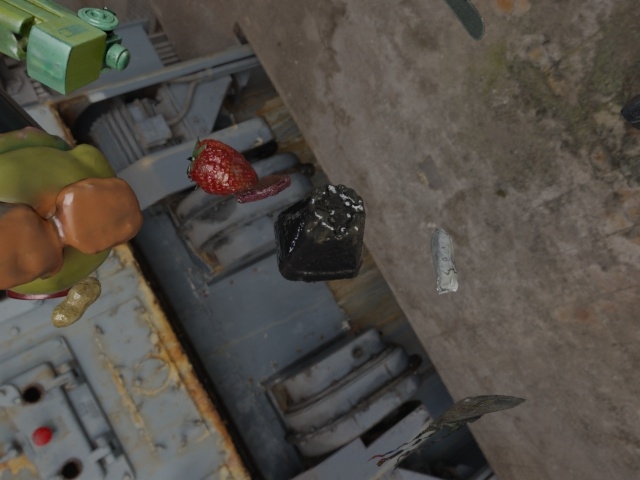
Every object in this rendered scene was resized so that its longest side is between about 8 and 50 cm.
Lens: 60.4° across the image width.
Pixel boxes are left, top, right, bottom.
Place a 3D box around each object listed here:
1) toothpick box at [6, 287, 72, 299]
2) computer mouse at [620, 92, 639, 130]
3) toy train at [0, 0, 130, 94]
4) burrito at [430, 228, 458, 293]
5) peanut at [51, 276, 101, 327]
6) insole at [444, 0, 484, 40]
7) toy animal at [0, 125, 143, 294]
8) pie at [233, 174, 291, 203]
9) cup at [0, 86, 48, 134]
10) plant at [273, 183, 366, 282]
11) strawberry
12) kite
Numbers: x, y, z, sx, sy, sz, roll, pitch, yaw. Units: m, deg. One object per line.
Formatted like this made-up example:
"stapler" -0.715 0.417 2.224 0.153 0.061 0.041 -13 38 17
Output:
"toothpick box" -0.766 -0.022 1.517 0.204 0.204 0.333 15 108 56
"computer mouse" 0.720 -0.273 1.119 0.192 0.106 0.062 3 150 21
"toy train" -0.200 -0.149 0.388 0.122 0.081 0.050 27 126 -2
"burrito" 0.326 0.051 1.456 0.064 0.064 0.203 100 174 -50
"peanut" -0.457 0.116 1.028 0.054 0.113 0.054 29 158 13
"insole" 0.232 -0.462 1.000 0.232 0.003 0.080 61 169 7
"toy animal" -0.376 -0.034 0.724 0.338 0.216 0.191 27 135 44
"pie" -0.150 -0.133 1.422 0.153 0.153 0.038 15 126 56
"cup" -0.684 -0.142 1.107 0.242 0.308 0.292 39 164 34
"plant" 0.000 0.000 1.016 0.256 0.164 0.142 120 144 -63
"strawberry" -0.214 -0.157 1.202 0.131 0.148 0.131 2 -90 -87
"kite" 0.179 0.272 0.800 0.141 0.245 0.015 -36 75 61
